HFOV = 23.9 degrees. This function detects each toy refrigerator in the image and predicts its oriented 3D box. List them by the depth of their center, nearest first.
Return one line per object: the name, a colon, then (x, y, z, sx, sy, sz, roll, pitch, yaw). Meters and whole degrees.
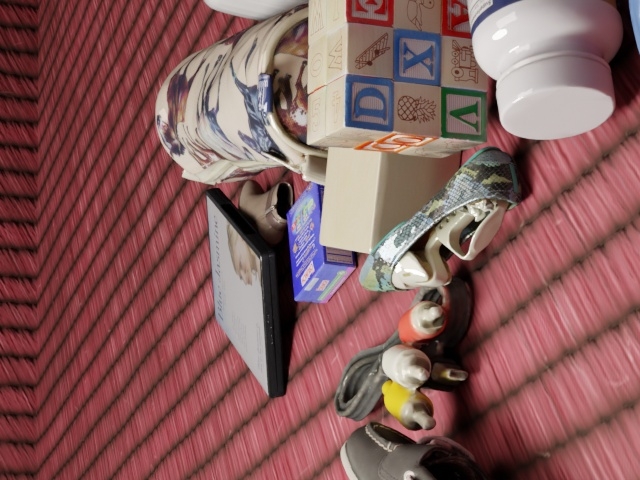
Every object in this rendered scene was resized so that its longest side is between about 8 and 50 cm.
toy refrigerator: (0.075, -0.122, 1.381, 0.102, 0.094, 0.269, 8, 94, 62)

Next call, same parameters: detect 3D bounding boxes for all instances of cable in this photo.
cable: (0.061, 0.103, 1.386, 0.287, 0.072, 0.139, 167, 113, -68)

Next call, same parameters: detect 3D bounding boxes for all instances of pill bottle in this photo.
pill bottle: (0.165, -0.176, 1.123, 0.112, 0.112, 0.186, 133, 137, -58)

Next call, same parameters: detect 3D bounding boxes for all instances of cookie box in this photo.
cookie box: (0.000, 0.000, 1.612, 0.092, 0.040, 0.107, 129, 142, -55)

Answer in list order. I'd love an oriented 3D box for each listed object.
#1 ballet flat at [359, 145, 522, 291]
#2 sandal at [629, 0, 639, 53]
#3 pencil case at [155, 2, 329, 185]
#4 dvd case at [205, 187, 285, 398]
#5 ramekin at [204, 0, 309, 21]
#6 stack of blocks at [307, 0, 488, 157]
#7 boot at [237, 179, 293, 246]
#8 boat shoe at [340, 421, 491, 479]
ballet flat: (0.101, 0.001, 1.275, 0.188, 0.070, 0.070, -49, 38, 35)
sandal: (0.244, -0.135, 0.915, 0.138, 0.126, 0.317, 115, 160, -49)
pencil case: (-0.054, -0.144, 1.621, 0.183, 0.160, 0.410, -67, 19, -9)
dvd case: (-0.093, 0.057, 1.809, 0.253, 0.022, 0.180, -134, 38, -64)
ramekin: (-0.049, -0.368, 1.649, 0.277, 0.135, 0.277, -174, 90, -77)
stack of blocks: (0.084, -0.223, 1.264, 0.087, 0.171, 0.297, 162, 110, -68)
boot: (-0.061, -0.043, 1.794, 0.087, 0.042, 0.118, -50, 40, 46)
boat shoe: (0.123, 0.217, 1.167, 0.095, 0.112, 0.335, -61, 32, 12)
